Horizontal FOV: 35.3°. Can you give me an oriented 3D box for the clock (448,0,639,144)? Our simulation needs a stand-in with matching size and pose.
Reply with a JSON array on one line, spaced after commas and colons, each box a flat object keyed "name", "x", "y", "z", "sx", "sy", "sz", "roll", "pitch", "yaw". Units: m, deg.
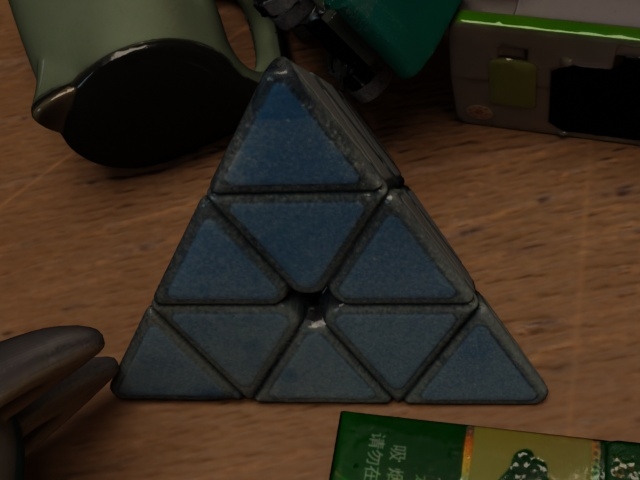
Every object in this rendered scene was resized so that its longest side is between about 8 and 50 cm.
[{"name": "clock", "x": 0.250, "y": -0.239, "z": 0.798, "sx": 0.235, "sy": 0.166, "sz": 0.309, "roll": 10, "pitch": 68, "yaw": 15}]

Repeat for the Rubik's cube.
[{"name": "Rubik's cube", "x": -0.002, "y": 0.000, "z": 0.703, "sx": 0.228, "sy": 0.228, "sz": 0.233, "roll": -5, "pitch": 6, "yaw": -37}]

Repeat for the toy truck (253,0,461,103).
[{"name": "toy truck", "x": 0.014, "y": -0.199, "z": 0.773, "sx": 0.124, "sy": 0.114, "sz": 0.253, "roll": -44, "pitch": 32, "yaw": 10}]

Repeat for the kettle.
[{"name": "kettle", "x": -0.145, "y": -0.194, "z": 0.846, "sx": 0.240, "sy": 0.165, "sz": 0.255, "roll": -6, "pitch": 53, "yaw": -28}]

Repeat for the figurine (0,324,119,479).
[{"name": "figurine", "x": -0.304, "y": 0.173, "z": 0.639, "sx": 0.378, "sy": 0.266, "sz": 0.361, "roll": -22, "pitch": 32, "yaw": -33}]

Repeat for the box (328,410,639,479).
[{"name": "box", "x": 0.118, "y": 0.184, "z": 0.631, "sx": 0.235, "sy": 0.034, "sz": 0.132, "roll": 5, "pitch": 60, "yaw": 12}]
